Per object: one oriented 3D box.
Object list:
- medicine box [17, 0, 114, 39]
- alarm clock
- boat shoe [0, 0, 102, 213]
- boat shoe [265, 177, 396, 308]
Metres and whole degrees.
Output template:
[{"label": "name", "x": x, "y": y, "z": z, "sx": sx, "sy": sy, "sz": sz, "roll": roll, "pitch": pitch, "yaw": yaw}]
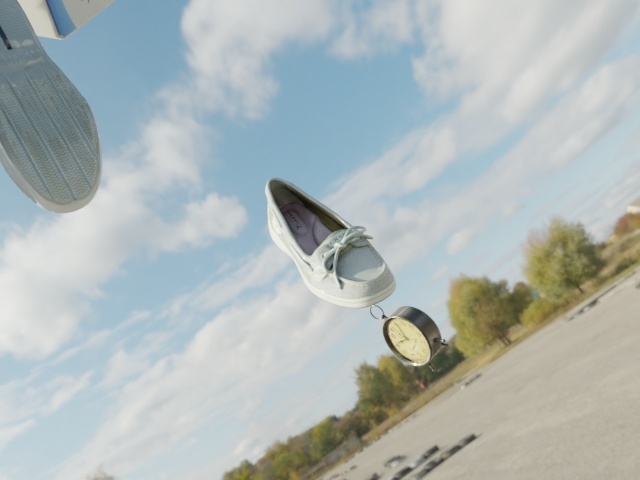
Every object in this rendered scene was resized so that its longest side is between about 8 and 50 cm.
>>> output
[{"label": "medicine box", "x": -0.326, "y": -0.435, "z": 0.697, "sx": 0.264, "sy": 0.149, "sz": 0.289, "roll": 89, "pitch": -161, "yaw": -47}, {"label": "alarm clock", "x": 0.188, "y": 0.197, "z": 1.279, "sx": 0.064, "sy": 0.192, "sz": 0.129, "roll": -38, "pitch": -32, "yaw": -38}, {"label": "boat shoe", "x": -0.256, "y": -0.117, "z": 0.510, "sx": 0.083, "sy": 0.226, "sz": 0.076, "roll": -18, "pitch": -14, "yaw": -32}, {"label": "boat shoe", "x": 0.001, "y": -0.002, "z": 0.957, "sx": 0.118, "sy": 0.320, "sz": 0.103, "roll": -29, "pitch": -48, "yaw": -15}]
